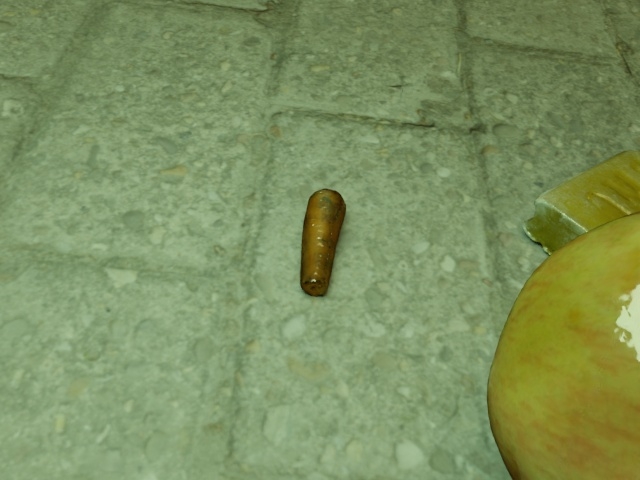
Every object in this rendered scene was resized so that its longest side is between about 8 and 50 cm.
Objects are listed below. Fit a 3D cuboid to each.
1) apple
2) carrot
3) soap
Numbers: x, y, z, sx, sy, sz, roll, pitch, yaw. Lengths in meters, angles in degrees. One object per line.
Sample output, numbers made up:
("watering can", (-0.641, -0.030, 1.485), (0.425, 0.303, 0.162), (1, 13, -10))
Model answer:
("apple", (0.350, 0.142, 0.661), (0.391, 0.391, 0.347), (-30, 33, -33))
("carrot", (0.000, 0.000, 0.966), (0.055, 0.055, 0.161), (10, 52, 0))
("soap", (0.433, -0.039, 1.050), (0.258, 0.080, 0.160), (-26, 55, -30))
